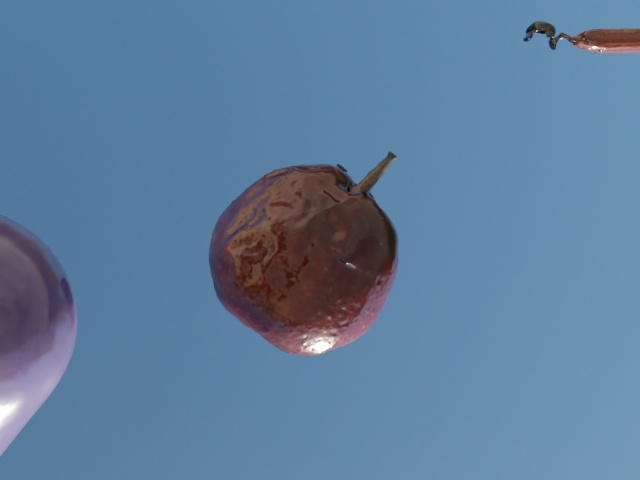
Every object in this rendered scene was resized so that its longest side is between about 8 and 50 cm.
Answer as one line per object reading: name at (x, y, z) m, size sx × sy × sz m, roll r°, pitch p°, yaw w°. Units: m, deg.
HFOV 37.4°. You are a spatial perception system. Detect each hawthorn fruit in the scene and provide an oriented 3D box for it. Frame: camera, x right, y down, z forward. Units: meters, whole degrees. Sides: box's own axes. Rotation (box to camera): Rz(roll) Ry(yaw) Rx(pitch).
hawthorn fruit at (0.000, 0.000, 1.133) m, size 0.266 × 0.210 × 0.230 m, roll -48°, pitch -132°, yaw 0°

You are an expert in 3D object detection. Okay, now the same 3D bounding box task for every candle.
candle at (0.230, -0.149, 0.702) m, size 0.167 × 0.021 × 0.026 m, roll -3°, pitch -102°, yaw -17°

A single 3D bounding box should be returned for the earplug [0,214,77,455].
earplug at (-0.363, 0.152, 0.751) m, size 0.215 × 0.456 × 0.215 m, roll 36°, pitch -155°, yaw -20°
